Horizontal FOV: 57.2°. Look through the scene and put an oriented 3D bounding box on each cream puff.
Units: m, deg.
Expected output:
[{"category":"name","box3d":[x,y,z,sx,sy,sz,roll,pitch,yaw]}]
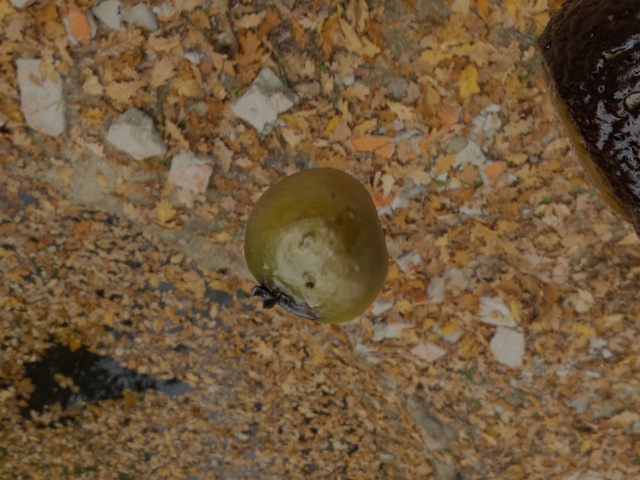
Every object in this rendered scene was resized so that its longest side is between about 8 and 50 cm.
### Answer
[{"category":"cream puff","box3d":[0.291,-0.115,0.489,0.165,0.239,0.239,-29,121,25]}]

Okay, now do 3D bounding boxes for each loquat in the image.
[{"category":"loquat","box3d":[0.000,0.000,0.642,0.149,0.204,0.172,-9,130,28]}]
